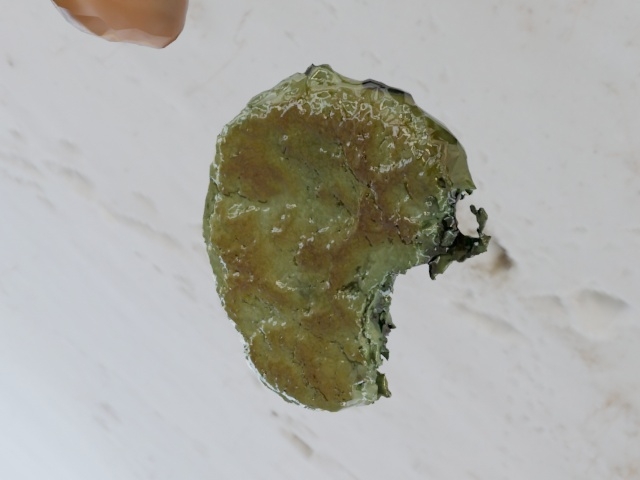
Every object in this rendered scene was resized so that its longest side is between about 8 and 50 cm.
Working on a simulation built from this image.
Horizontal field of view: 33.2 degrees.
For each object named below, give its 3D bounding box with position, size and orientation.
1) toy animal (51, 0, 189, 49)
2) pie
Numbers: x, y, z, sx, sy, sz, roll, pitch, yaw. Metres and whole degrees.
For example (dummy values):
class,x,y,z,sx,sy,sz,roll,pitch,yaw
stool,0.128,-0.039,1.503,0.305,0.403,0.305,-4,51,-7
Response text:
class,x,y,z,sx,sy,sz,roll,pitch,yaw
toy animal,0.006,-0.243,0.483,0.191,0.338,0.216,10,-130,-60
pie,0.000,0.000,1.061,0.296,0.078,0.371,41,128,20
